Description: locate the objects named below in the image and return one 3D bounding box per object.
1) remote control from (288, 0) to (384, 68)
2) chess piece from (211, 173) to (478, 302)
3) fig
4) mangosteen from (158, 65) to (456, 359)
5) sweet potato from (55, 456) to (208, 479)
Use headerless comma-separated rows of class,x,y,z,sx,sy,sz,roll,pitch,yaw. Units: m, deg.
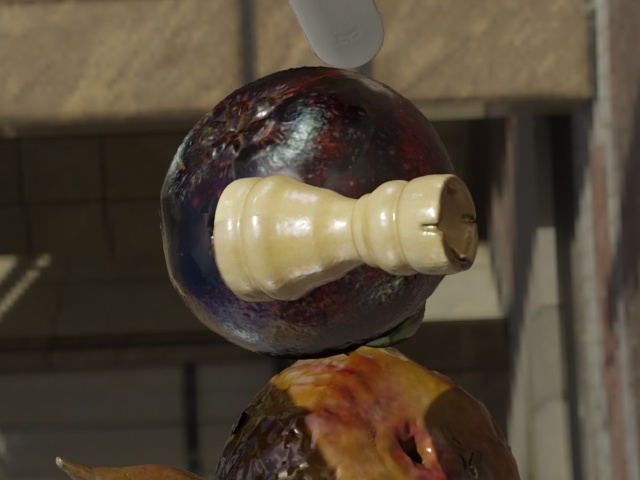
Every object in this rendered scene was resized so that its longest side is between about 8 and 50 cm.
remote control,-0.007,-0.270,1.691,0.022,0.077,0.245,-99,-15,-57
chess piece,0.015,-0.003,0.867,0.066,0.122,0.066,13,-105,-62
fig,0.001,0.281,1.568,0.368,0.286,0.286,-51,25,33
mangosteen,0.002,-0.008,1.217,0.216,0.216,0.216,-2,-90,-90
sweet potato,-0.094,0.143,0.967,0.049,0.117,0.049,-46,27,32
